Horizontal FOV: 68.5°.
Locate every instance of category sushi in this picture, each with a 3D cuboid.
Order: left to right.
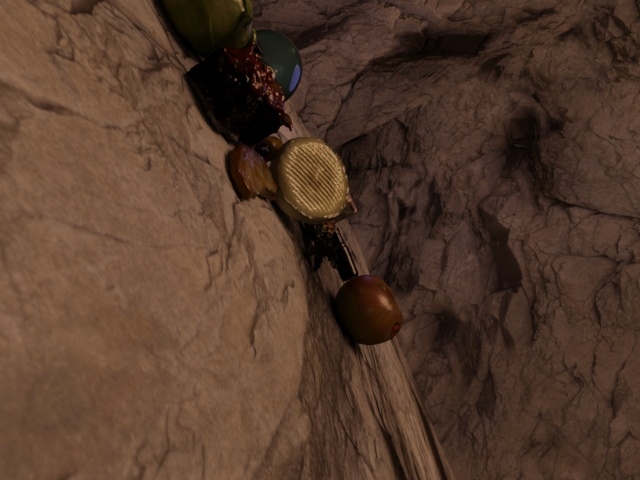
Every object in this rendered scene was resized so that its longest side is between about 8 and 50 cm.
[{"bbox_3d":[-0.188,-0.358,1.222,0.343,0.182,0.196,8,64,-77],"label":"sushi"}]

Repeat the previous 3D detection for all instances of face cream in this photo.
[{"bbox_3d":[-0.169,-0.283,1.461,0.078,0.078,0.273,63,9,-10],"label":"face cream"}]

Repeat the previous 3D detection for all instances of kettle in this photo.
[{"bbox_3d":[-0.193,-0.495,1.525,0.342,0.247,0.319,-85,175,-60],"label":"kettle"}]

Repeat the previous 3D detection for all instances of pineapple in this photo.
[{"bbox_3d":[0.000,0.000,1.592,0.277,0.119,0.130,-95,-158,-64],"label":"pineapple"}]

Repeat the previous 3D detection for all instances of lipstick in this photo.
[{"bbox_3d":[0.083,0.036,2.077,0.081,0.081,0.299,42,26,-70],"label":"lipstick"}]

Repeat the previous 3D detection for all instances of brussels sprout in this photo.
[{"bbox_3d":[-0.282,-0.607,1.235,0.294,0.227,0.259,53,-2,-22],"label":"brussels sprout"}]

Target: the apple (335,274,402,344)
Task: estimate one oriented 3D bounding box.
[{"bbox_3d":[0.163,0.236,1.595,0.261,0.194,0.261,60,9,-16],"label":"apple"}]

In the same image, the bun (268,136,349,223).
[{"bbox_3d":[-0.047,-0.180,1.463,0.287,0.146,0.287,6,80,-40],"label":"bun"}]

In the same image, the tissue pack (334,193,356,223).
[{"bbox_3d":[0.002,-0.191,1.844,0.124,0.201,0.271,42,23,-59],"label":"tissue pack"}]

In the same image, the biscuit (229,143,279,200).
[{"bbox_3d":[-0.177,-0.174,1.205,0.299,0.045,0.154,-30,96,-81],"label":"biscuit"}]
